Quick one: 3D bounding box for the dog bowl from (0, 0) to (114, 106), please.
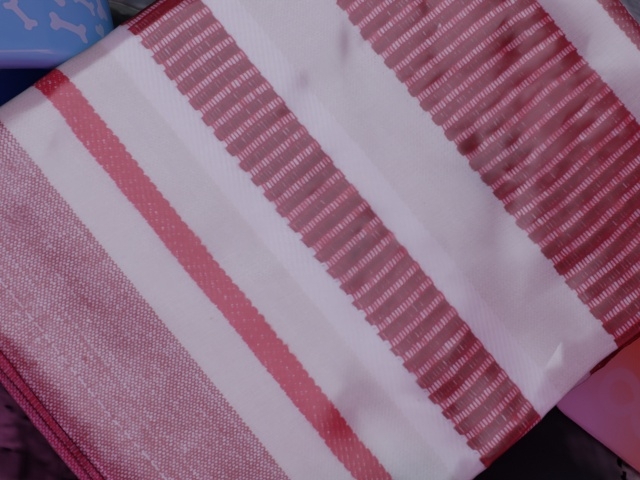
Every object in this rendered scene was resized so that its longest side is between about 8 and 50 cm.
[{"bbox_3d":[-0.210,-0.056,0.785,0.297,0.166,0.074,-4,56,-38],"label":"dog bowl"}]

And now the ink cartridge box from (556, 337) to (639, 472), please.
[{"bbox_3d":[0.138,0.012,0.929,0.179,0.145,0.045,36,34,15],"label":"ink cartridge box"}]

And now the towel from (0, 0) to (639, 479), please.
[{"bbox_3d":[0.014,-0.013,0.793,0.329,0.037,0.237,-37,87,-26],"label":"towel"}]
